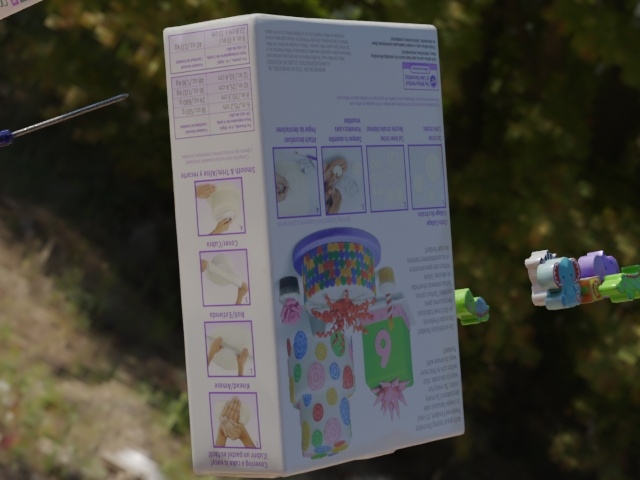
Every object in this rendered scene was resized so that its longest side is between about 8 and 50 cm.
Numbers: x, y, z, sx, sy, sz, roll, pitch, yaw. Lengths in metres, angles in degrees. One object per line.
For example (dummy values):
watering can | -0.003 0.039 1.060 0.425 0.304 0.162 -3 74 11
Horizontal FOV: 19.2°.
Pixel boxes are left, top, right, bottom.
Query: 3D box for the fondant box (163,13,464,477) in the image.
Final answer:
fondant box | 0.000 0.000 1.438 0.096 0.330 0.238 -5 0 37

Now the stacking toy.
stacking toy | 0.232 0.031 1.691 0.167 0.052 0.221 -10 0 33

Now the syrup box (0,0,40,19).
syrup box | -0.285 -0.295 1.873 0.237 0.096 0.093 -83 149 -73

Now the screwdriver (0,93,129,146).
screwdriver | -0.234 -0.089 1.518 0.024 0.170 0.025 70 -16 -3
